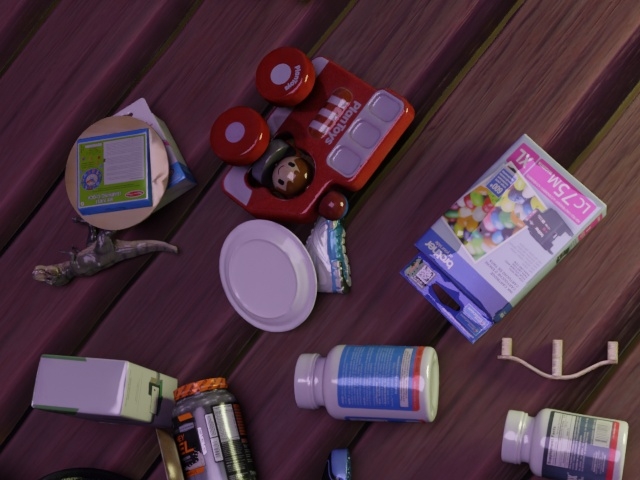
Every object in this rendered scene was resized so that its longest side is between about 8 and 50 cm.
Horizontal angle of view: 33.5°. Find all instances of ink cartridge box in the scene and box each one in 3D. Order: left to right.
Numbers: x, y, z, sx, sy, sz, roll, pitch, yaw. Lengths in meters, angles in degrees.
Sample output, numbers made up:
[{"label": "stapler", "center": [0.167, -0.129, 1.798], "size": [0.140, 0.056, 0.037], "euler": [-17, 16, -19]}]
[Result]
[{"label": "ink cartridge box", "center": [-0.354, 0.256, 1.783], "size": [0.160, 0.219, 0.092], "euler": [3, 76, 15]}, {"label": "ink cartridge box", "center": [-0.314, -0.155, 1.937], "size": [0.104, 0.061, 0.181], "euler": [-31, 73, 8]}, {"label": "ink cartridge box", "center": [0.293, -0.002, 1.747], "size": [0.311, 0.065, 0.186], "euler": [-46, 71, 4]}]

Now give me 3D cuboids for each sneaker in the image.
[{"label": "sneaker", "center": [-0.003, 0.450, 1.720], "size": [0.091, 0.081, 0.232], "euler": [5, 81, 9]}, {"label": "sneaker", "center": [0.000, 0.000, 1.820], "size": [0.083, 0.071, 0.190], "euler": [-8, 77, 19]}]

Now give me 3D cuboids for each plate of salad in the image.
[{"label": "plate of salad", "center": [-0.087, 0.059, 1.820], "size": [0.200, 0.048, 0.199], "euler": [9, 108, 29]}]

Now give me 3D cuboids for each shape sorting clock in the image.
[{"label": "shape sorting clock", "center": [-0.361, -0.120, 1.889], "size": [0.206, 0.040, 0.206], "euler": [-3, 79, 18]}]

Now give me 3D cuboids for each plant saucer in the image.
[{"label": "plant saucer", "center": [-0.242, 0.389, 1.761], "size": [0.029, 0.168, 0.168], "euler": [-12, 75, -11]}]

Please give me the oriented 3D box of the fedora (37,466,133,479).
[{"label": "fedora", "center": [-0.374, 0.541, 1.743], "size": [0.334, 0.334, 0.152], "euler": [48, 127, 18]}]

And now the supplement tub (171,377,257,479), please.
[{"label": "supplement tub", "center": [-0.181, 0.332, 1.773], "size": [0.117, 0.117, 0.190], "euler": [-19, 74, 11]}]

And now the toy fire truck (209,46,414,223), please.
[{"label": "toy fire truck", "center": [-0.019, -0.160, 1.780], "size": [0.254, 0.169, 0.302], "euler": [36, 89, 30]}]

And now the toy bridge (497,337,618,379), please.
[{"label": "toy bridge", "center": [0.378, 0.190, 1.701], "size": [0.188, 0.026, 0.063], "euler": [0, 80, 15]}]

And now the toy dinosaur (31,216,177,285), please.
[{"label": "toy dinosaur", "center": [-0.395, 0.002, 1.932], "size": [0.268, 0.064, 0.118], "euler": [-15, 80, 7]}]

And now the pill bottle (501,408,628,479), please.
[{"label": "pill bottle", "center": [0.374, 0.316, 1.634], "size": [0.180, 0.108, 0.107], "euler": [8, 81, 17]}]

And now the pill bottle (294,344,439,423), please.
[{"label": "pill bottle", "center": [0.075, 0.230, 1.722], "size": [0.222, 0.124, 0.124], "euler": [0, 79, 14]}]
